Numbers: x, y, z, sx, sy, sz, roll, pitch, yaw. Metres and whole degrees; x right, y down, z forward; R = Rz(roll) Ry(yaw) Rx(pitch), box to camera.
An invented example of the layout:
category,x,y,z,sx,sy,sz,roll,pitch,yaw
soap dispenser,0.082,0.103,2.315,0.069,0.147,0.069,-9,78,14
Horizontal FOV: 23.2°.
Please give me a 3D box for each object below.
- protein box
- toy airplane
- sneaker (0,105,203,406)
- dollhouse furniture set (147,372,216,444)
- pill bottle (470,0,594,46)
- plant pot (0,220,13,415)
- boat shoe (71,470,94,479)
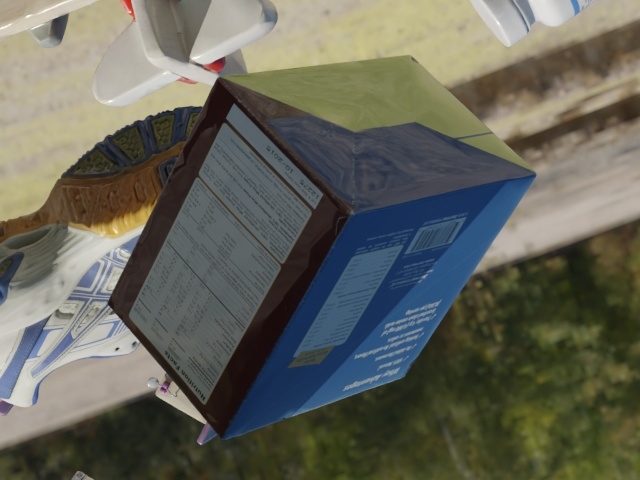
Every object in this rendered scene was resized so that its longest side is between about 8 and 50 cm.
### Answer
category,x,y,z,sx,sy,sz,roll,pitch,yaw
protein box,0.000,0.000,1.054,0.200,0.136,0.201,-13,142,-48
toy airplane,-0.151,-0.314,1.442,0.386,0.384,0.272,22,-160,14
sneaker,-0.153,0.013,1.164,0.296,0.131,0.112,-31,-143,11
dollhouse furniture set,-0.108,0.119,1.497,0.114,0.081,0.091,-63,168,15
pill bottle,0.277,-0.323,1.774,0.221,0.124,0.124,-35,174,2
plant pot,-0.360,0.057,1.651,0.201,0.180,0.201,-58,-172,13
boat shoe,-0.234,0.265,1.451,0.100,0.035,0.035,-62,176,4
